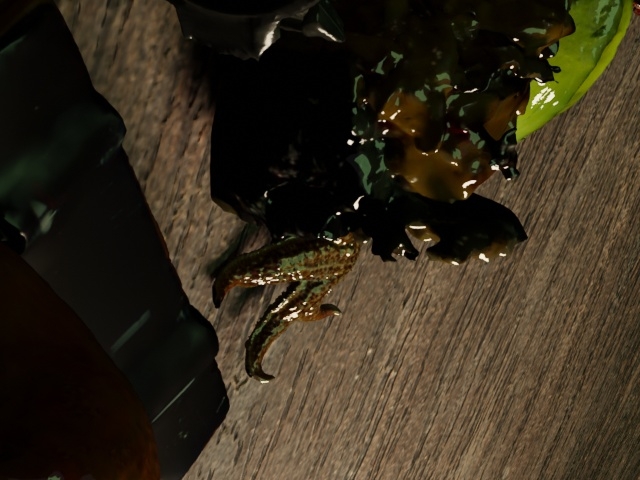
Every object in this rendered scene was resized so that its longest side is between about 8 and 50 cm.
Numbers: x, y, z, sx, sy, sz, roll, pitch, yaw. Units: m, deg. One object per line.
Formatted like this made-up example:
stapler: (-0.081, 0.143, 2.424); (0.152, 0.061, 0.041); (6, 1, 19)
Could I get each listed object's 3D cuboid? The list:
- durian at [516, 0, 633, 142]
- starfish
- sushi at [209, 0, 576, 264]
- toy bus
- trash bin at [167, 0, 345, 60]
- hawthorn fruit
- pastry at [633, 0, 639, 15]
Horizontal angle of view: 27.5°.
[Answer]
durian: (0.199, -0.198, 1.081); (0.139, 0.101, 0.250); (-90, -162, -67)
starfish: (0.006, 0.005, 0.996); (0.238, 0.057, 0.213); (-39, 155, -35)
sushi: (0.052, -0.102, 0.801); (0.213, 0.200, 0.204); (-28, 134, -56)
toy bus: (-0.133, 0.020, 0.717); (0.093, 0.092, 0.409); (-50, 153, -22)
trash bin: (0.029, -0.256, 0.591); (0.301, 0.203, 0.252); (-42, 132, -30)
hawthorn fruit: (-0.186, 0.107, 0.589); (0.224, 0.224, 0.261); (-52, -174, -15)
pastry: (0.360, -0.305, 1.257); (0.208, 0.097, 0.115); (-62, 165, 2)
